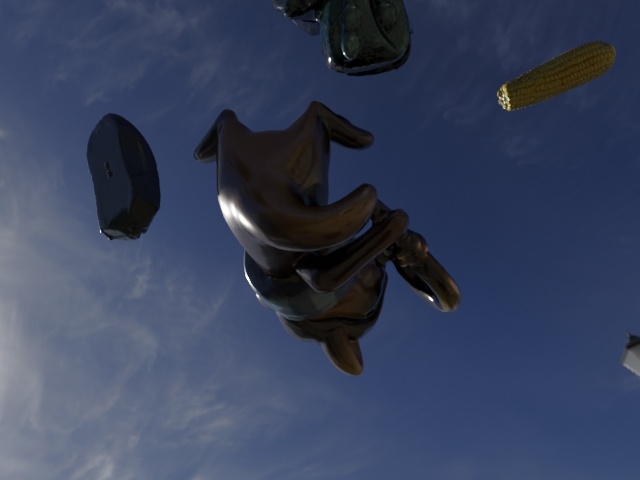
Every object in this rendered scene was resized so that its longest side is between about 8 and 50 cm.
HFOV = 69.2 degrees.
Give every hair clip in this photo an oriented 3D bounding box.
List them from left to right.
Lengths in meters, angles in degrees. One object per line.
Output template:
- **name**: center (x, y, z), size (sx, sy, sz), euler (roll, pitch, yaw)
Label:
- **hair clip**: center (0.041, -0.368, 0.566), size (0.206, 0.194, 0.310), euler (18, -71, 8)

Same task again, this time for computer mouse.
- **computer mouse**: center (-0.317, -0.103, 0.759), size (0.122, 0.217, 0.073), euler (-31, -23, 30)

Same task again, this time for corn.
- **corn**: center (0.420, -0.292, 0.824), size (0.206, 0.067, 0.067), euler (-22, -54, 6)

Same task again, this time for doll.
- **doll**: center (0.002, -0.004, 0.594), size (0.318, 0.209, 0.340), euler (19, -36, 37)
